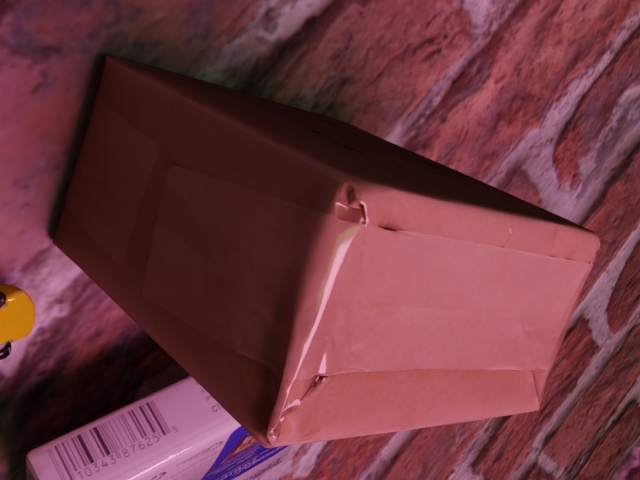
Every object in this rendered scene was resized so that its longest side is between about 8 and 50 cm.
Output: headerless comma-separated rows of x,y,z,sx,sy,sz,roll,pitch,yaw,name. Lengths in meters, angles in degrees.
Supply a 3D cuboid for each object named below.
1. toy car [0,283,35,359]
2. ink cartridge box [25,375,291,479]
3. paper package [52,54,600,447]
-0.345,0.111,0.556,0.239,0.053,0.224,13,110,-57,toy car
-0.133,0.214,0.777,0.304,0.072,0.307,-24,159,-33,ink cartridge box
0.000,0.000,0.625,0.310,0.325,0.168,8,106,-44,paper package
